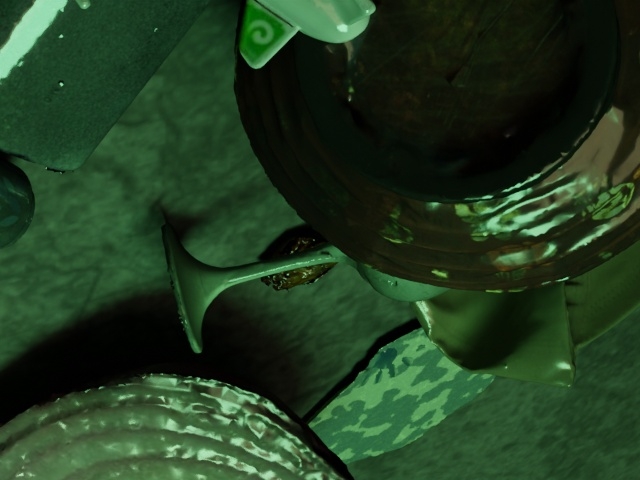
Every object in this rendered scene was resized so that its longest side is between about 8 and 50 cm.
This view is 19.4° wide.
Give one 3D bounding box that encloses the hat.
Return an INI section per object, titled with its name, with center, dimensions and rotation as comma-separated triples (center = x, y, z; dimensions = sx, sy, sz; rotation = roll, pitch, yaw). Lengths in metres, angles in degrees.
[hat]
center = 0.138, -0.018, 1.160
dimensions = 0.173, 0.144, 0.166
rotation = -46, 134, -55

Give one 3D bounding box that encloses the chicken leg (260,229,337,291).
[chicken leg]
center = 0.000, 0.002, 1.111
dimensions = 0.083, 0.021, 0.036
rotation = -38, 133, 8

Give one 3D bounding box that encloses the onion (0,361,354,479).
[onion]
center = -0.108, 0.157, 1.155
dimensions = 0.250, 0.111, 0.247
rotation = -31, 121, 16

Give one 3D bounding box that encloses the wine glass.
[wine glass]
center = 0.015, 0.004, 1.039
dimensions = 0.196, 0.079, 0.079
rotation = -14, 142, 1

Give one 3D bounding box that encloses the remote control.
[remote control]
center = -0.045, -0.186, 0.847
dimensions = 0.107, 0.044, 0.377
rotation = 23, 118, -38

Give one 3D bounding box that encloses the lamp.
[lamp]
center = 0.078, -0.090, 0.903
dimensions = 0.247, 0.247, 0.247
rotation = -19, 141, -16

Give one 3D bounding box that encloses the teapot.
[teapot]
center = -0.188, -0.029, 0.933
dimensions = 0.083, 0.064, 0.049
rotation = 33, 78, -47

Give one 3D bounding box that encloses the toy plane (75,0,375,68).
[toy plane]
center = -0.037, -0.153, 0.764
dimensions = 0.174, 0.174, 0.080
rotation = -24, -177, -10

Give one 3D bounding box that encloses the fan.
[fan]
center = 0.064, 0.097, 1.273
dimensions = 0.240, 0.009, 0.131
rotation = -36, 143, 5
